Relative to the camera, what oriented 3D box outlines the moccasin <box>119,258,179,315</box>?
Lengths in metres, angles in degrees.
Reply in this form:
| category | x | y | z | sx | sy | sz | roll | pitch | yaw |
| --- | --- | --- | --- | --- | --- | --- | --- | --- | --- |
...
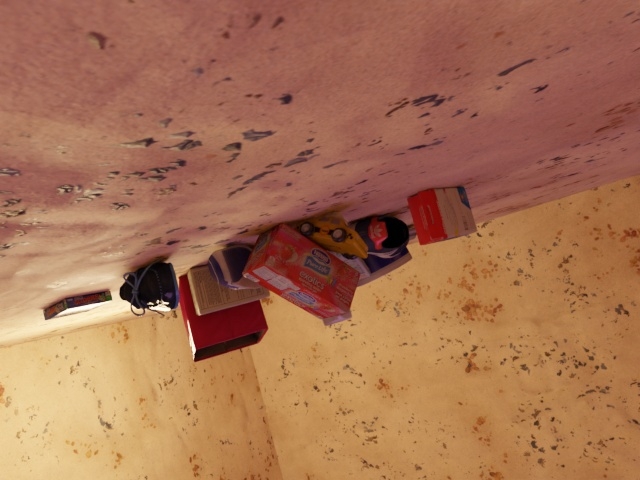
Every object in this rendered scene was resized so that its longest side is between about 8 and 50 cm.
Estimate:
| category | x | y | z | sx | sy | sz | roll | pitch | yaw |
| --- | --- | --- | --- | --- | --- | --- | --- | --- | --- |
| moccasin | -0.448 | 0.138 | 1.275 | 0.116 | 0.138 | 0.342 | -7 | 169 | -30 |

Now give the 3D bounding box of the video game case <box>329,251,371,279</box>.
| category | x | y | z | sx | sy | sz | roll | pitch | yaw |
| --- | --- | --- | --- | --- | --- | --- | --- | --- | --- |
| video game case | -0.005 | 0.094 | 1.789 | 0.299 | 0.036 | 0.329 | -17 | 147 | 15 |

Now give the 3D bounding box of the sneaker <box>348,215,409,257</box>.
| category | x | y | z | sx | sy | sz | roll | pitch | yaw |
| --- | --- | --- | --- | --- | --- | --- | --- | --- | --- |
| sneaker | 0.234 | -0.015 | 1.584 | 0.148 | 0.131 | 0.350 | -14 | 175 | 34 |

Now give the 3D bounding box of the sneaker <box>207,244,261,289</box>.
| category | x | y | z | sx | sy | sz | roll | pitch | yaw |
| --- | --- | --- | --- | --- | --- | --- | --- | --- | --- |
| sneaker | -0.229 | 0.091 | 1.418 | 0.182 | 0.128 | 0.315 | -21 | 174 | 26 |

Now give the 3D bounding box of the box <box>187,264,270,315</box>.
| category | x | y | z | sx | sy | sz | roll | pitch | yaw |
| --- | --- | --- | --- | --- | --- | --- | --- | --- | --- |
| box | -0.301 | 0.144 | 1.609 | 0.232 | 0.149 | 0.127 | -13 | 174 | -20 |

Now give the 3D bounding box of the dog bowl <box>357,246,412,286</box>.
| category | x | y | z | sx | sy | sz | roll | pitch | yaw |
| --- | --- | --- | --- | --- | --- | --- | --- | --- | --- |
| dog bowl | 0.232 | 0.086 | 2.012 | 0.264 | 0.104 | 0.265 | -28 | 178 | -1 |

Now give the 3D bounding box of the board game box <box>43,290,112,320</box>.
| category | x | y | z | sx | sy | sz | roll | pitch | yaw |
| --- | --- | --- | --- | --- | --- | --- | --- | --- | --- |
| board game box | -0.761 | 0.204 | 1.547 | 0.201 | 0.035 | 0.136 | -21 | 172 | 40 |

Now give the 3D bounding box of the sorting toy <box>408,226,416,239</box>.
| category | x | y | z | sx | sy | sz | roll | pitch | yaw |
| --- | --- | --- | --- | --- | --- | --- | --- | --- | --- |
| sorting toy | 0.346 | -0.025 | 2.177 | 0.347 | 0.047 | 0.196 | -15 | 169 | -2 |

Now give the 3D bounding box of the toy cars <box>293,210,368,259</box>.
| category | x | y | z | sx | sy | sz | roll | pitch | yaw |
| --- | --- | --- | --- | --- | --- | --- | --- | --- | --- |
| toy cars | 0.000 | 0.000 | 1.302 | 0.176 | 0.087 | 0.393 | 29 | 160 | -12 |

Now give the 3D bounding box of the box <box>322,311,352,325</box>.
| category | x | y | z | sx | sy | sz | roll | pitch | yaw |
| --- | --- | --- | --- | --- | --- | --- | --- | --- | --- |
| box | 0.036 | 0.209 | 2.072 | 0.121 | 0.148 | 0.311 | -17 | -158 | 0 |

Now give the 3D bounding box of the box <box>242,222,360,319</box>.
| category | x | y | z | sx | sy | sz | roll | pitch | yaw |
| --- | --- | --- | --- | --- | --- | --- | --- | --- | --- |
| box | -0.044 | 0.082 | 1.226 | 0.256 | 0.123 | 0.128 | 33 | 150 | -22 |

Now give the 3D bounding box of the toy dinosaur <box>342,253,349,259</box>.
| category | x | y | z | sx | sy | sz | roll | pitch | yaw |
| --- | --- | --- | --- | --- | --- | --- | --- | --- | --- |
| toy dinosaur | -0.024 | 0.074 | 1.585 | 0.218 | 0.165 | 0.322 | 4 | 174 | 10 |

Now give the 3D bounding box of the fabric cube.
| category | x | y | z | sx | sy | sz | roll | pitch | yaw |
| --- | --- | --- | --- | --- | --- | --- | --- | --- | --- |
| fabric cube | -0.357 | 0.257 | 1.769 | 0.258 | 0.258 | 0.254 | -13 | 162 | -20 |

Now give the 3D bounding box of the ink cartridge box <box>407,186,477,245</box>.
| category | x | y | z | sx | sy | sz | roll | pitch | yaw |
| --- | --- | --- | --- | --- | --- | --- | --- | --- | --- |
| ink cartridge box | 0.316 | -0.066 | 1.324 | 0.230 | 0.134 | 0.078 | -8 | 171 | -44 |
